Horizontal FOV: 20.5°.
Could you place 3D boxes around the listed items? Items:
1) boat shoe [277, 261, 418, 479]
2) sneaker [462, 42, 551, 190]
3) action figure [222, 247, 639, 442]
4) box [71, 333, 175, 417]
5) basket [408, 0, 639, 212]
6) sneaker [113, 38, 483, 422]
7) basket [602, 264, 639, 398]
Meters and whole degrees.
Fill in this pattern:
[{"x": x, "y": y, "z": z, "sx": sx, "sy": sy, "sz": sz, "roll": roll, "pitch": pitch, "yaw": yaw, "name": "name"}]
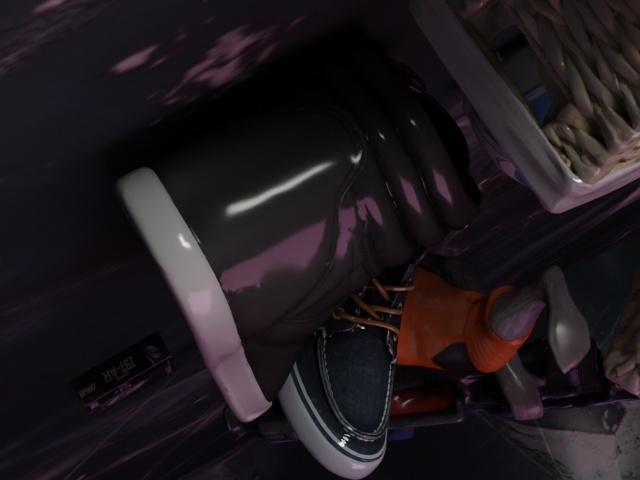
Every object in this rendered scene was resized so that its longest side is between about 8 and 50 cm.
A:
[{"x": 0.020, "y": 0.033, "z": 0.948, "sx": 0.065, "sy": 0.183, "sz": 0.083, "roll": 22, "pitch": 132, "yaw": -31, "name": "boat shoe"}, {"x": 0.190, "y": -0.103, "z": 0.968, "sx": 0.237, "sy": 0.086, "sz": 0.085, "roll": -31, "pitch": 170, "yaw": -12, "name": "sneaker"}, {"x": 0.097, "y": 0.045, "z": 1.231, "sx": 0.341, "sy": 0.178, "sz": 0.330, "roll": -6, "pitch": 174, "yaw": -5, "name": "action figure"}, {"x": -0.131, "y": 0.092, "z": 1.189, "sx": 0.067, "sy": 0.018, "sz": 0.083, "roll": -30, "pitch": 172, "yaw": -9, "name": "box"}, {"x": 0.139, "y": -0.102, "z": 0.686, "sx": 0.167, "sy": 0.113, "sz": 0.103, "roll": -26, "pitch": 168, "yaw": -34, "name": "basket"}, {"x": 0.000, "y": 0.000, "z": 0.815, "sx": 0.147, "sy": 0.104, "sz": 0.296, "roll": -28, "pitch": 169, "yaw": -5, "name": "sneaker"}, {"x": 0.386, "y": -0.027, "z": 1.049, "sx": 0.331, "sy": 0.266, "sz": 0.328, "roll": -49, "pitch": -166, "yaw": 55, "name": "basket"}]
